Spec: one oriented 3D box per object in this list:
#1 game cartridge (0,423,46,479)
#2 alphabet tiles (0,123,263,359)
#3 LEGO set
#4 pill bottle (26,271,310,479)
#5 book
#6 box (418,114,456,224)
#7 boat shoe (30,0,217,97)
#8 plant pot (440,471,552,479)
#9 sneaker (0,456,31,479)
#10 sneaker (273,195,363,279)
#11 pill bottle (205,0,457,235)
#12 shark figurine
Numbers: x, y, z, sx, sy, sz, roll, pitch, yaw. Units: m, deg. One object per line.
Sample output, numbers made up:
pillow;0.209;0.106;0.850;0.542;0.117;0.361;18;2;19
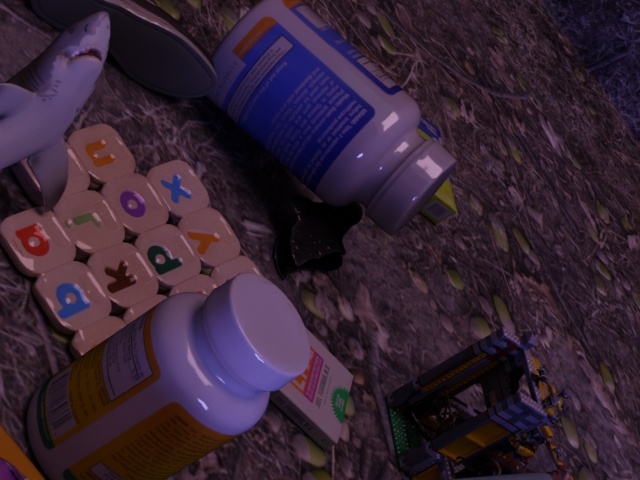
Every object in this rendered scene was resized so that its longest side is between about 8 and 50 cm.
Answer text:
game cartridge;-0.245;0.228;0.922;0.323;0.053;0.285;51;26;-8
alphabet tiles;-0.161;0.025;1.312;0.284;0.021;0.278;57;32;3
LEGO set;0.220;0.252;1.530;0.255;0.192;0.331;39;31;-32
pill bottle;-0.113;0.111;1.101;0.117;0.208;0.117;40;30;-29
book;-0.030;0.127;1.435;0.144;0.035;0.096;45;33;-23
box;0.127;-0.118;1.971;0.109;0.042;0.178;35;34;-38
boat shoe;-0.195;-0.226;1.494;0.228;0.081;0.068;31;39;-37
plant pot;0.044;0.333;1.100;0.252;0.248;0.247;9;50;-34
sneaker;-0.135;0.205;0.911;0.282;0.161;0.102;51;28;-12
sneaker;0.002;-0.001;1.616;0.170;0.051;0.089;3;57;-53
pill bottle;0.013;-0.134;1.597;0.272;0.152;0.152;43;25;7
shark figurine;-0.306;-0.096;1.176;0.278;0.166;0.116;-20;42;-38
